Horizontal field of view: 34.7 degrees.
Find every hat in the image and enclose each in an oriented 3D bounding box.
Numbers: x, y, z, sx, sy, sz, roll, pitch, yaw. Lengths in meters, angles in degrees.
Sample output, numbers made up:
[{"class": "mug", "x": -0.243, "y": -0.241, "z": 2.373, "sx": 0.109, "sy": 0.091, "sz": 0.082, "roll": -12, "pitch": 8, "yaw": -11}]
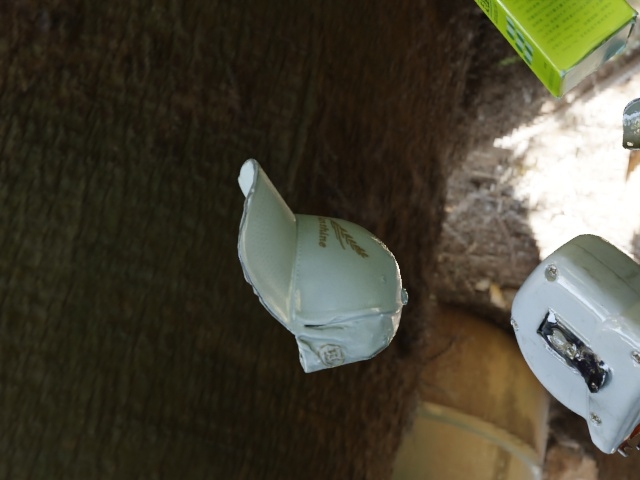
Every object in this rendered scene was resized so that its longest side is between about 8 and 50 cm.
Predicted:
[{"class": "hat", "x": -0.004, "y": 0.006, "z": 1.416, "sx": 0.168, "sy": 0.258, "sz": 0.301, "roll": -26, "pitch": 124, "yaw": 10}, {"class": "hat", "x": 0.650, "y": -0.216, "z": 1.918, "sx": 0.085, "sy": 0.147, "sz": 0.175, "roll": 19, "pitch": 166, "yaw": -42}]

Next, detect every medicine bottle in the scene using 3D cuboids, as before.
[{"class": "medicine bottle", "x": 0.320, "y": -0.347, "z": 1.475, "sx": 0.250, "sy": 0.141, "sz": 0.137, "roll": 52, "pitch": -172, "yaw": 12}]

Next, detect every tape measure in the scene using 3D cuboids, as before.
[{"class": "tape measure", "x": 0.384, "y": 0.140, "z": 1.411, "sx": 0.265, "sy": 0.130, "sz": 0.258, "roll": 43, "pitch": 151, "yaw": 27}]
